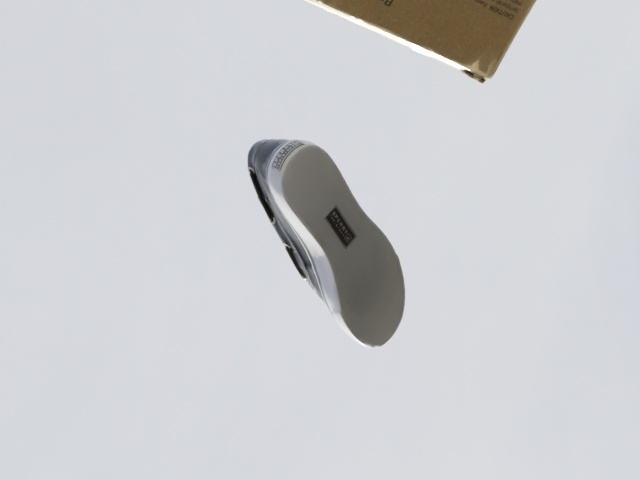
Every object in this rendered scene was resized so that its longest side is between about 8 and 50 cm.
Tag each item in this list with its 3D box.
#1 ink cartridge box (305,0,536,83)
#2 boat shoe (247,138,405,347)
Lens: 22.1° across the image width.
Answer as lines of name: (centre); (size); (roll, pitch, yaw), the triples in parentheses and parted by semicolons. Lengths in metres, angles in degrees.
ink cartridge box: (0.047, -0.230, 0.989); (0.234, 0.088, 0.193); (20, -68, -32)
boat shoe: (0.000, 0.000, 1.434); (0.080, 0.076, 0.228); (-48, -51, -18)
